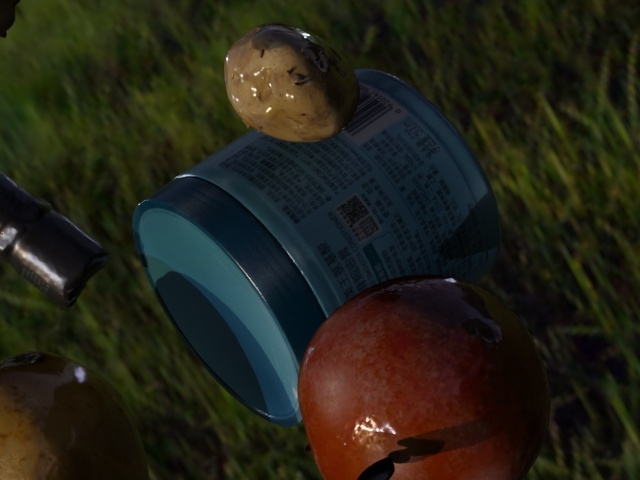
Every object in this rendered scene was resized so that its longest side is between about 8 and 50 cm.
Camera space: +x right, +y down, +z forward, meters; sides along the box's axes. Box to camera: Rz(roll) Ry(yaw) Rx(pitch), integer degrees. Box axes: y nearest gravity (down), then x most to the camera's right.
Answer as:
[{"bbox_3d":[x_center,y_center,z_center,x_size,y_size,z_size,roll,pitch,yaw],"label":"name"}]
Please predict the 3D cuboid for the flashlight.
[{"bbox_3d":[-0.451,-0.075,1.861,0.103,0.424,0.103,-52,-1,-1],"label":"flashlight"}]

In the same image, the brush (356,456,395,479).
[{"bbox_3d":[0.014,0.250,1.368,0.063,0.016,0.193,26,39,26],"label":"brush"}]

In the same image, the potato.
[{"bbox_3d":[-0.040,-0.180,1.694,0.128,0.161,0.235,-57,33,11],"label":"potato"}]

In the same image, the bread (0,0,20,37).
[{"bbox_3d":[-0.484,-0.250,1.356,0.390,0.279,0.371,23,91,33],"label":"bread"}]

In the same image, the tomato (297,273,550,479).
[{"bbox_3d":[0.113,0.159,1.548,0.265,0.265,0.265,-29,15,9],"label":"tomato"}]

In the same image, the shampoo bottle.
[{"bbox_3d":[0.000,0.000,1.866,0.342,0.331,0.331,-36,15,-23],"label":"shampoo bottle"}]

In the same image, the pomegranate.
[{"bbox_3d":[-0.332,0.268,1.737,0.307,0.307,0.307,-29,15,9],"label":"pomegranate"}]
